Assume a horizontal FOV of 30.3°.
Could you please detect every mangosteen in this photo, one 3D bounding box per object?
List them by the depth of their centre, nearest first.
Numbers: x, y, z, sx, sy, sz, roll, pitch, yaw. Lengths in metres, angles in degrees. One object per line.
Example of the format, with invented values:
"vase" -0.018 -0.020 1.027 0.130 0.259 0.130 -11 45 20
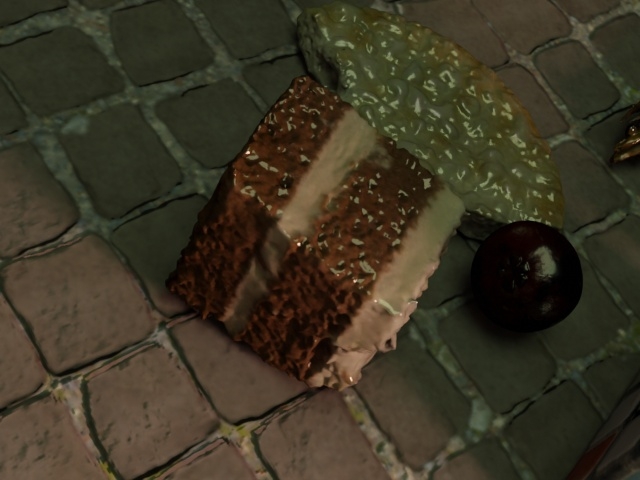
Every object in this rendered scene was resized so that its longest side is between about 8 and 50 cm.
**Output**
"mangosteen" 0.149 0.027 0.843 0.080 0.081 0.081 11 56 -16

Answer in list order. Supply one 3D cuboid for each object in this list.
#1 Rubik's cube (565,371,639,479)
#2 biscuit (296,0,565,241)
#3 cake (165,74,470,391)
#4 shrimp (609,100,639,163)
"Rubik's cube" 0.346 0.138 0.743 0.256 0.253 0.259 43 54 7
"biscuit" 0.078 -0.086 0.908 0.265 0.040 0.188 46 53 11
"cake" 0.000 0.000 0.760 0.147 0.135 0.135 31 50 -1
"shrimp" 0.342 -0.091 1.026 0.236 0.053 0.133 -20 90 -35
